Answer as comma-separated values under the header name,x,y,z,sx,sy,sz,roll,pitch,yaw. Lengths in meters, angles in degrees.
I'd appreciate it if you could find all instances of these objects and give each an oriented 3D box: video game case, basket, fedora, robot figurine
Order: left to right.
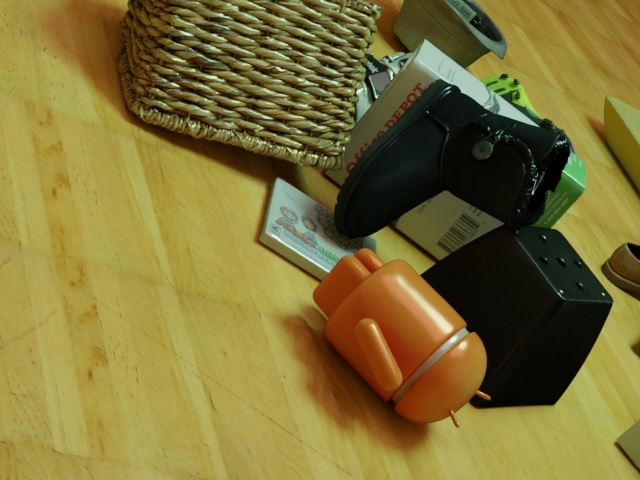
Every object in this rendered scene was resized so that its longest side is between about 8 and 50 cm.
name,x,y,z,sx,sy,sz,roll,pitch,yaw
basket,-0.108,-0.232,1.639,0.299,0.223,0.213,12,5,-24
video game case,0.000,0.000,1.560,0.157,0.019,0.143,32,28,-13
robot figurine,0.091,0.110,1.394,0.219,0.128,0.158,46,-12,12
fedora,0.213,-0.386,2.289,0.244,0.124,0.275,51,21,17

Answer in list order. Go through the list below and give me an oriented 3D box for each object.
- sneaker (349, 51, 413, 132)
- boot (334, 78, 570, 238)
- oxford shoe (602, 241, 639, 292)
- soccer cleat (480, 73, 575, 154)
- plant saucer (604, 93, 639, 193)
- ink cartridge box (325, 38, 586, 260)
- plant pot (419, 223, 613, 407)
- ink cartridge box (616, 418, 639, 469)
name,x,y,z,sx,sy,sz,roll,pitch,yaw
sneaker,0.074,-0.225,1.859,0.330,0.146,0.122,2,47,-47
boot,0.160,-0.067,1.538,0.207,0.246,0.094,33,-14,34
oxford shoe,0.573,0.057,2.080,0.212,0.076,0.076,16,39,-15
soccer cleat,0.353,-0.192,2.243,0.289,0.093,0.121,57,-10,48
plant saucer,0.727,-0.120,2.583,0.332,0.081,0.333,20,33,-33
ink cartridge box,0.184,-0.101,1.730,0.289,0.211,0.121,38,26,-5
plant pot,0.247,0.083,1.585,0.187,0.167,0.188,6,44,-47
ink cartridge box,0.504,0.246,1.651,0.128,0.176,0.127,-6,54,-54
